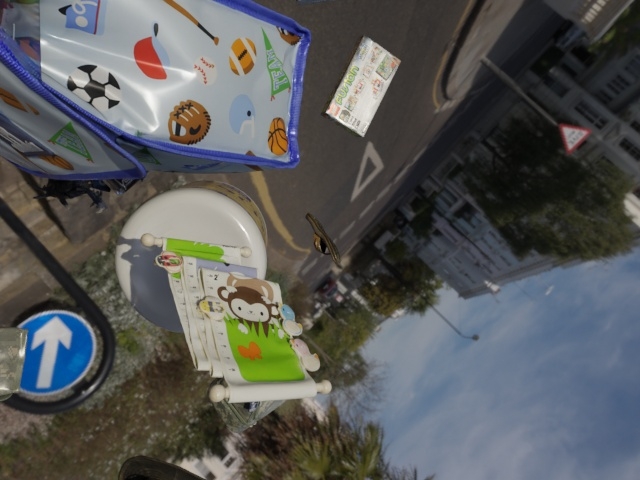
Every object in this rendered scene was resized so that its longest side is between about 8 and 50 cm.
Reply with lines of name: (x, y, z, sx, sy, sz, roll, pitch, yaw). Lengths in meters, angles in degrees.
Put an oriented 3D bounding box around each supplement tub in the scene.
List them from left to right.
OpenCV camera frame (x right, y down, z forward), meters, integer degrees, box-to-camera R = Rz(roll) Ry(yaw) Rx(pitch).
supplement tub: (-0.221, 0.010, 0.875, 0.241, 0.241, 0.331, -47, -168, 4)

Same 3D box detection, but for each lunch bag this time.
lunch bag: (-0.816, 0.285, 1.044, 0.235, 0.168, 0.287, 9, 160, -33)
lunch bag: (-0.258, -0.191, 0.566, 0.386, 0.328, 0.238, -4, 99, -54)
lunch bag: (-0.205, 0.488, 1.598, 0.305, 0.212, 0.256, -22, 159, -52)

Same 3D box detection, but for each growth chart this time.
growth chart: (-0.093, 0.084, 0.530, 0.172, 0.237, 0.021, 4, 133, -46)

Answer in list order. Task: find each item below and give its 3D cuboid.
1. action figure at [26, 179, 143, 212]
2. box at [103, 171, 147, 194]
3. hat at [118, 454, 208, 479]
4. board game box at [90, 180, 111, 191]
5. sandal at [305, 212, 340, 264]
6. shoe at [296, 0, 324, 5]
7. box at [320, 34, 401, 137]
action figure: (-0.644, -0.157, 1.283, 0.276, 0.164, 0.141, -24, 155, -23)
box: (-0.379, -0.283, 0.930, 0.307, 0.242, 0.077, -51, -153, -22)
hat: (-0.395, 0.700, 1.151, 0.331, 0.331, 0.134, -50, -177, 27)
board game box: (-0.508, -0.255, 1.120, 0.042, 0.165, 0.243, 14, 102, -33)
sandal: (0.000, 0.000, 1.550, 0.060, 0.219, 0.090, -37, 158, 6)
shoe: (0.021, -0.622, 1.099, 0.178, 0.081, 0.063, -12, -171, -6)
box: (0.097, -0.364, 1.095, 0.206, 0.114, 0.036, -63, -159, -1)
